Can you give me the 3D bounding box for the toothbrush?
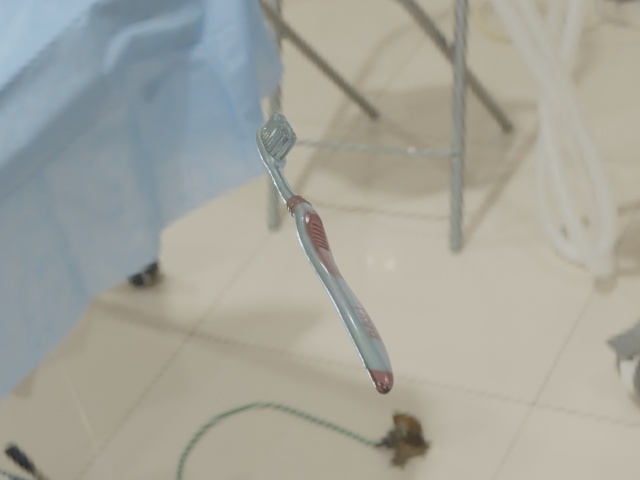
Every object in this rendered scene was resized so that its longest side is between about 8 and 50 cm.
[{"bbox_3d":[0.000,0.000,0.602,0.019,0.013,0.193,-52,32,20],"label":"toothbrush"}]
